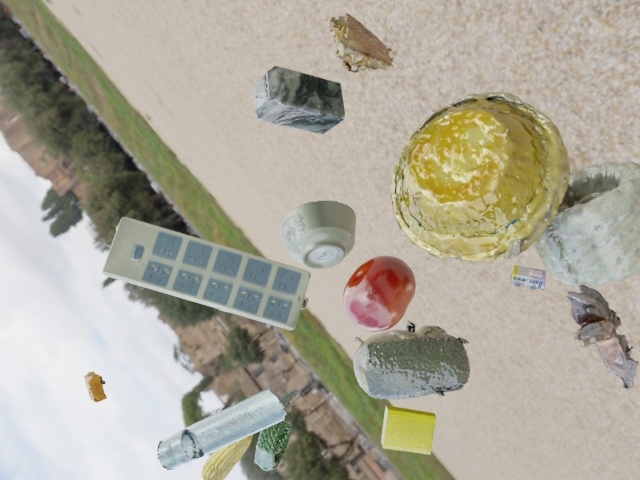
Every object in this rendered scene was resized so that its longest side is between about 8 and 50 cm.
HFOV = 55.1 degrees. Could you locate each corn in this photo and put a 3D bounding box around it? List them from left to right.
[{"bbox_3d":[-0.238,0.549,1.573,0.072,0.203,0.072,29,-156,-15],"label":"corn"}]

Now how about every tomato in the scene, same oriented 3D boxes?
[{"bbox_3d":[0.138,0.124,1.486,0.136,0.195,0.195,37,178,-19],"label":"tomato"}]

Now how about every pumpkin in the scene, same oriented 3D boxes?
[{"bbox_3d":[-0.650,0.421,1.777,0.074,0.054,0.083,5,113,57],"label":"pumpkin"}]

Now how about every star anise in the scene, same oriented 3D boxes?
[{"bbox_3d":[0.534,0.161,1.162,0.208,0.063,0.172,41,-141,-20],"label":"star anise"}]

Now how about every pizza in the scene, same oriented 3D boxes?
[{"bbox_3d":[0.080,-0.391,1.272,0.147,0.069,0.226,28,-147,-22],"label":"pizza"}]

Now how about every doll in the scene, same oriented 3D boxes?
[{"bbox_3d":[0.279,0.366,1.883,0.247,0.349,0.247,-2,-90,-77],"label":"doll"}]

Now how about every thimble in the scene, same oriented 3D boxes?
[{"bbox_3d":[0.594,-0.035,1.345,0.195,0.291,0.291,59,172,-12],"label":"thimble"}]

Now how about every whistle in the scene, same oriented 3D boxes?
[{"bbox_3d":[-0.163,0.323,1.059,0.062,0.312,0.062,39,-146,-32],"label":"whistle"}]

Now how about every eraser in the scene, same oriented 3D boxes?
[{"bbox_3d":[0.215,0.464,1.503,0.122,0.097,0.045,7,179,2],"label":"eraser"}]

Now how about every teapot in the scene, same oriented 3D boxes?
[{"bbox_3d":[-0.095,0.368,1.388,0.043,0.043,0.111,47,169,24],"label":"teapot"}]

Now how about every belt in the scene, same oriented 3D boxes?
[{"bbox_3d":[-0.146,0.583,1.775,0.079,0.151,0.121,14,175,19],"label":"belt"}]

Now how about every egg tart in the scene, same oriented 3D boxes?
[{"bbox_3d":[0.304,-0.136,1.253,0.388,0.388,0.169,46,-168,33],"label":"egg tart"}]

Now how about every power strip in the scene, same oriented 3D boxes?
[{"bbox_3d":[-0.196,0.055,1.040,0.367,0.106,0.043,17,168,-3],"label":"power strip"}]

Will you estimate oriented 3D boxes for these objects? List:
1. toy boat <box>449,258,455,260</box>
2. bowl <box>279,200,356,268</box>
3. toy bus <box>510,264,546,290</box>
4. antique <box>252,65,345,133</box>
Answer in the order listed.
[{"bbox_3d":[0.512,0.019,2.210,0.207,0.134,0.079,-12,131,37],"label":"toy boat"},{"bbox_3d":[0.000,0.000,1.609,0.211,0.211,0.112,59,-162,-52],"label":"bowl"},{"bbox_3d":[0.635,0.112,1.869,0.102,0.052,0.058,10,138,16],"label":"toy bus"},{"bbox_3d":[-0.048,-0.291,1.277,0.086,0.183,0.088,-26,65,50],"label":"antique"}]
